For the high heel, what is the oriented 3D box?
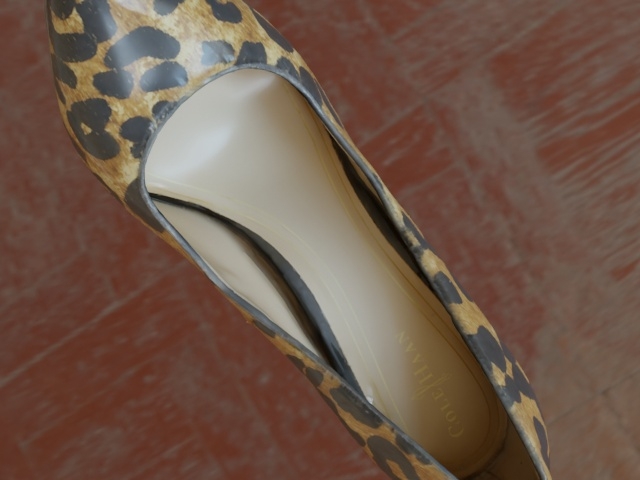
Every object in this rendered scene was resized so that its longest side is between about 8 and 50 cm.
[{"bbox_3d":[0.000,0.000,0.733,0.093,0.261,0.186,-42,45,-5],"label":"high heel"}]
